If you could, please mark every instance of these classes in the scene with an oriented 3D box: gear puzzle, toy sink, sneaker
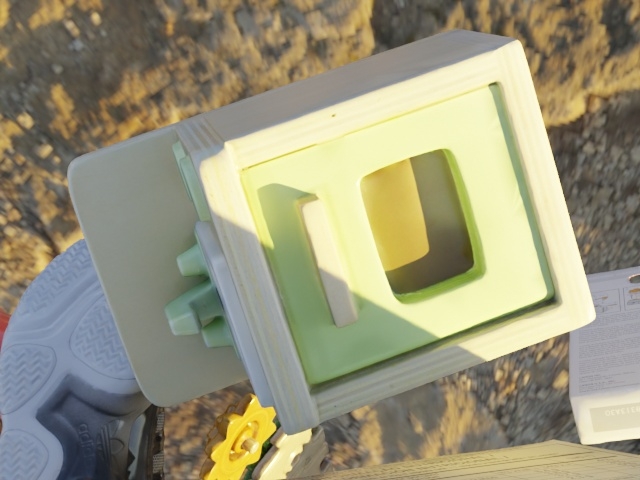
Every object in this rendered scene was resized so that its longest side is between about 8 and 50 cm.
[{"bbox_3d":[-0.061,0.213,1.141,0.044,0.339,0.175,31,68,21],"label":"gear puzzle"},{"bbox_3d":[0.000,0.000,0.726,0.234,0.131,0.153,-18,104,-6],"label":"toy sink"},{"bbox_3d":[-0.129,0.135,0.852,0.101,0.153,0.268,-3,61,13],"label":"sneaker"}]

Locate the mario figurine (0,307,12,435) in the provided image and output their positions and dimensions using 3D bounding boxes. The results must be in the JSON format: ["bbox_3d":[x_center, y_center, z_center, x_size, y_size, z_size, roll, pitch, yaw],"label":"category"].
[{"bbox_3d":[-0.352,0.186,1.242,0.320,0.198,0.170,-33,108,20],"label":"mario figurine"}]

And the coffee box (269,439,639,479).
[{"bbox_3d":[0.071,0.286,0.616,0.338,0.334,0.337,-3,90,-27],"label":"coffee box"}]

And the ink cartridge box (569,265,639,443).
[{"bbox_3d":[0.310,0.088,1.223,0.181,0.224,0.056,-10,112,14],"label":"ink cartridge box"}]
